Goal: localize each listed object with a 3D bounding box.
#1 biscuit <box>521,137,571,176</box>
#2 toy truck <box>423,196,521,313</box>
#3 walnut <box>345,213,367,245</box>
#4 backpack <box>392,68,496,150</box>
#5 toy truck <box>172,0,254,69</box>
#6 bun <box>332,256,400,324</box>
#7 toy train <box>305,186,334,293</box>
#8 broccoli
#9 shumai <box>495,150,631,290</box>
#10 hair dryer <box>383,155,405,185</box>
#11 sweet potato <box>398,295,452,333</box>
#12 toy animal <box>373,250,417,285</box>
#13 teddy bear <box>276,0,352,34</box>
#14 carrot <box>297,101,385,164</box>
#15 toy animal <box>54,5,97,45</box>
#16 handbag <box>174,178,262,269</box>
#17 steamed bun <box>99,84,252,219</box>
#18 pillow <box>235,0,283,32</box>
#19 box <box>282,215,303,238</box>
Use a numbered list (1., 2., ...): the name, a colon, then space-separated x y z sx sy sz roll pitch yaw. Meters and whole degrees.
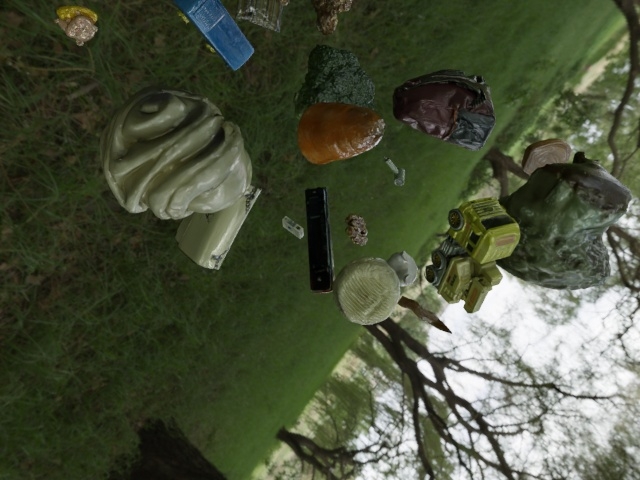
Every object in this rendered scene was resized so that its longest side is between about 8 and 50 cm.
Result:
1. biscuit: 0.708 -0.253 1.304 0.142 0.029 0.220 -38 141 26
2. toy truck: 0.357 0.044 0.973 0.124 0.157 0.272 -12 136 -22
3. walnut: 0.162 -0.051 1.945 0.170 0.069 0.143 39 46 -49
4. backpack: 0.391 -0.445 1.347 0.283 0.316 0.197 -72 175 -47
5. toy truck: -0.417 -0.848 1.653 0.161 0.162 0.385 -42 159 4
6. bun: 0.144 0.153 1.346 0.221 0.220 0.134 -57 -173 12
7. toy train: 0.000 0.000 1.523 0.089 0.086 0.410 64 21 -66
8. broccoli: 0.038 -0.463 1.375 0.283 0.321 0.304 -12 -136 41
9. shumai: 0.645 -0.073 1.152 0.324 0.397 0.324 -39 149 -40
10. hair dryer: 0.260 -0.256 1.488 0.037 0.124 0.063 -22 -139 33
11. sweet potato: 0.497 0.352 1.973 0.059 0.281 0.067 -52 166 -26
12. toy animal: 0.233 0.135 1.631 0.282 0.141 0.138 -15 172 21
13. teddy bear: -0.064 -0.744 1.165 0.222 0.297 0.246 -20 179 -24
14. carrot: 0.069 -0.264 1.024 0.159 0.224 0.159 -11 107 -40
15. toy animal: -0.651 -0.565 1.106 0.114 0.082 0.091 -12 -178 23
16. handbag: -0.391 -0.096 1.591 0.160 0.236 0.359 20 103 -48
17. steamed bun: -0.337 -0.229 0.988 0.338 0.352 0.248 -13 135 -28
18. pillow: -0.221 -0.920 1.567 0.212 0.052 0.209 -8 117 -44
19. box: -0.099 -0.047 1.509 0.024 0.083 0.054 -49 163 -19
